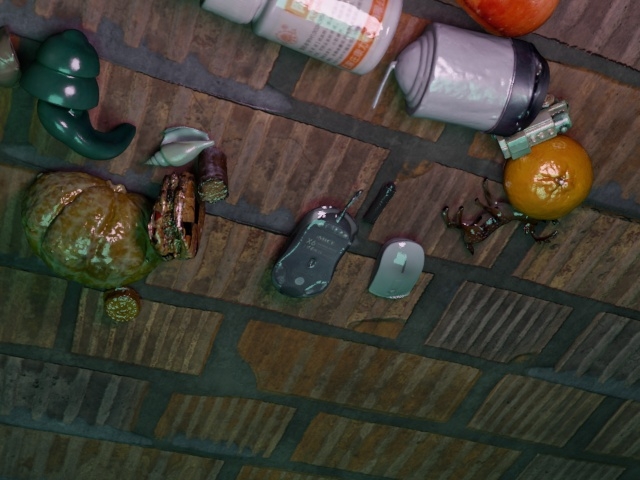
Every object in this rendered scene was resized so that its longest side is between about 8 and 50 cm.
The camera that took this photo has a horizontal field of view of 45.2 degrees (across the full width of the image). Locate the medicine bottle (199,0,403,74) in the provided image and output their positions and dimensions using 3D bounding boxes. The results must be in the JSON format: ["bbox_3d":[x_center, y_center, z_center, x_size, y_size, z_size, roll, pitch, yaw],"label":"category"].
[{"bbox_3d":[-0.039,-0.492,1.553,0.372,0.211,0.211,18,124,-19],"label":"medicine bottle"}]

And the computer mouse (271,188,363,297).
[{"bbox_3d":[0.000,0.000,2.030,0.167,0.090,0.379,26,116,-24],"label":"computer mouse"}]

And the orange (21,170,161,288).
[{"bbox_3d":[-0.560,-0.001,1.897,0.369,0.210,0.271,25,119,-26],"label":"orange"}]

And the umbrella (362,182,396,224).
[{"bbox_3d":[0.156,-0.095,2.004,0.036,0.031,0.133,5,131,-38],"label":"umbrella"}]

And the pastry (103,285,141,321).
[{"bbox_3d":[-0.550,0.176,2.129,0.109,0.057,0.097,31,118,-28],"label":"pastry"}]

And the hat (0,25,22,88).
[{"bbox_3d":[-0.729,-0.373,1.656,0.175,0.085,0.147,-4,130,-4],"label":"hat"}]

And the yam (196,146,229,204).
[{"bbox_3d":[-0.257,-0.158,1.841,0.079,0.141,0.079,-4,130,-5],"label":"yam"}]

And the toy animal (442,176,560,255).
[{"bbox_3d":[0.479,-0.056,2.053,0.244,0.087,0.260,-28,129,33],"label":"toy animal"}]

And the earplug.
[{"bbox_3d":[-0.520,-0.316,1.679,0.258,0.164,0.280,6,117,-19],"label":"earplug"}]

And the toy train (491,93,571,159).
[{"bbox_3d":[0.508,-0.272,1.840,0.194,0.125,0.080,-23,131,13],"label":"toy train"}]

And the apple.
[{"bbox_3d":[0.362,-0.534,1.537,0.272,0.251,0.206,39,115,-17],"label":"apple"}]

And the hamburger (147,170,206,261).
[{"bbox_3d":[-0.341,-0.054,1.867,0.107,0.231,0.230,3,129,7],"label":"hamburger"}]

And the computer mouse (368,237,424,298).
[{"bbox_3d":[0.211,0.087,2.129,0.128,0.079,0.230,4,131,-6],"label":"computer mouse"}]

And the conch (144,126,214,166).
[{"bbox_3d":[-0.343,-0.221,1.840,0.180,0.088,0.065,-21,171,3],"label":"conch"}]

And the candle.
[{"bbox_3d":[0.305,-0.359,1.690,0.343,0.221,0.221,10,127,-12],"label":"candle"}]

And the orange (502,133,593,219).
[{"bbox_3d":[0.562,-0.155,1.904,0.220,0.193,0.219,6,123,10],"label":"orange"}]
